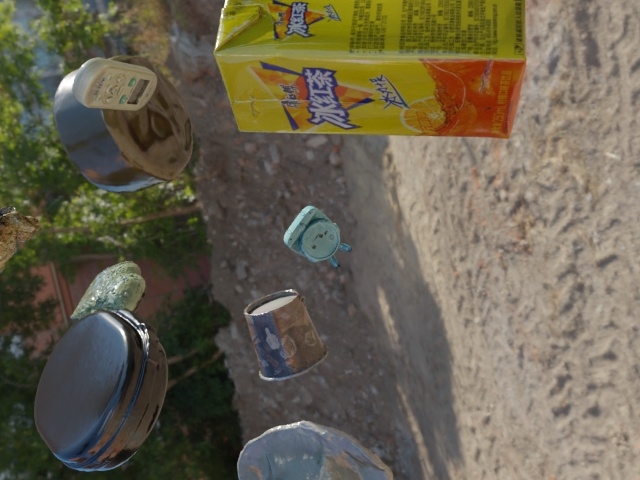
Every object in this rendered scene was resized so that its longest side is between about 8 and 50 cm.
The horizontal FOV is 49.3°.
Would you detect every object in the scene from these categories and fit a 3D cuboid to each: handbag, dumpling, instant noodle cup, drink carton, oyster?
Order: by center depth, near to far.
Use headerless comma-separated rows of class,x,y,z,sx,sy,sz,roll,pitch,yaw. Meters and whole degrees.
drink carton,0.062,-0.214,0.850,0.154,0.352,0.111,78,-163,-61
dumpling,-0.006,0.395,1.151,0.293,0.163,0.204,-43,66,31
handbag,-0.360,0.239,1.152,0.093,0.253,0.308,35,170,-38
oyster,-0.703,0.011,1.454,0.161,0.233,0.107,64,-168,17
instant noodle cup,-0.109,0.269,2.028,0.217,0.218,0.207,-146,35,-75

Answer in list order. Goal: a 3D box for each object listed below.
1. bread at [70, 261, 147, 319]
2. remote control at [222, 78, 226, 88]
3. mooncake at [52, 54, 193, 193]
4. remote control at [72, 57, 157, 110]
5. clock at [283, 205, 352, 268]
bread,-0.444,0.118,1.457,0.064,0.172,0.232,49,177,-25
remote control,-0.061,-0.299,1.442,0.038,0.286,0.123,-66,-30,-31
mooncake,-0.394,-0.243,1.446,0.284,0.156,0.284,45,-144,-47
remote control,-0.331,-0.252,1.131,0.078,0.042,0.221,-58,-4,13
clock,0.000,0.000,1.559,0.147,0.108,0.045,35,180,-22
